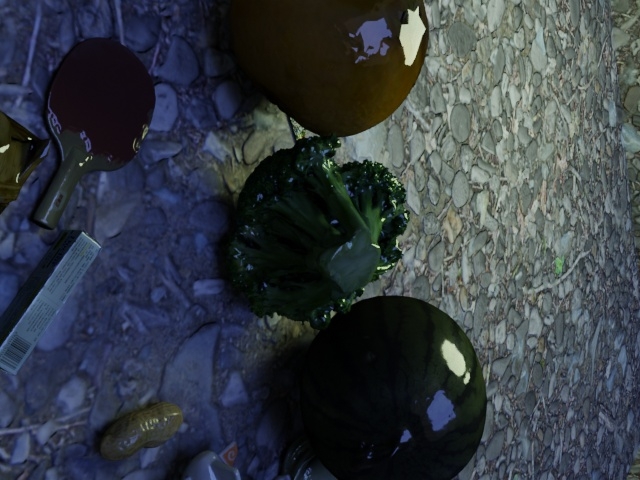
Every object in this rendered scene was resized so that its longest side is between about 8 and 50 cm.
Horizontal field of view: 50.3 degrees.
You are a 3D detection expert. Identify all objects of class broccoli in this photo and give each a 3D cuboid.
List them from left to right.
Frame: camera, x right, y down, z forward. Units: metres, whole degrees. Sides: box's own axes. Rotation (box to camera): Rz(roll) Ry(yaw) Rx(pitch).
[{"bbox_3d":[0.000,0.000,0.922,0.269,0.241,0.261,-45,119,-7],"label":"broccoli"}]

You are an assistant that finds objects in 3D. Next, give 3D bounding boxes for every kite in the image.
[{"bbox_3d":[-0.026,-0.195,1.052,0.090,0.004,0.122,21,77,-49],"label":"kite"}]

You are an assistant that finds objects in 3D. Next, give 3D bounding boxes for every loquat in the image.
[{"bbox_3d":[0.007,-0.266,0.897,0.263,0.263,0.263,-6,98,-50],"label":"loquat"}]

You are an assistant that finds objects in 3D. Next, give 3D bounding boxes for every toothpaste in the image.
[{"bbox_3d":[-0.295,0.061,0.720,0.034,0.046,0.164,48,58,-38],"label":"toothpaste"}]

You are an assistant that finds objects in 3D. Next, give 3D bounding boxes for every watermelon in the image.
[{"bbox_3d":[0.105,0.227,1.005,0.359,0.279,0.278,-66,152,-78],"label":"watermelon"}]

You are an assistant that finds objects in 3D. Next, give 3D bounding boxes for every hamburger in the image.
[{"bbox_3d":[-0.005,0.376,1.082,0.133,0.062,0.140,3,93,-49],"label":"hamburger"}]

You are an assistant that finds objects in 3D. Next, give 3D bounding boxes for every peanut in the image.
[{"bbox_3d":[-0.216,0.231,0.827,0.113,0.054,0.054,-15,105,-46],"label":"peanut"}]

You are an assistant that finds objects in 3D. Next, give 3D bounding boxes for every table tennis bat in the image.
[{"bbox_3d":[-0.260,-0.119,0.769,0.131,0.022,0.234,40,62,-45],"label":"table tennis bat"}]

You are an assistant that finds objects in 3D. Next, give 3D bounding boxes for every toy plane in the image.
[{"bbox_3d":[-0.127,0.385,0.895,0.245,0.117,0.244,-4,95,-51],"label":"toy plane"}]

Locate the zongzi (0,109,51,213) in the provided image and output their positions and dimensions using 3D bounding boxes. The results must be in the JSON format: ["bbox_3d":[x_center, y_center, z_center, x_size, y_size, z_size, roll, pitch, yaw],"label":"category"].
[{"bbox_3d":[-0.389,-0.029,0.519,0.288,0.134,0.286,-64,149,-12],"label":"zongzi"}]
